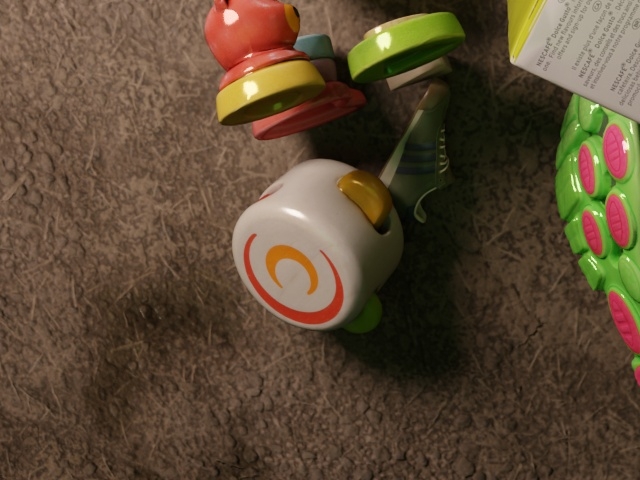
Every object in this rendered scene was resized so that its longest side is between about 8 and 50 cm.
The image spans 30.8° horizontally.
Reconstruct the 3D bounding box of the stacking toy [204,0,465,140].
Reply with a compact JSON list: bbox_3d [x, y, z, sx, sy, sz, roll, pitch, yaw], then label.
[{"bbox_3d":[0.010,-0.227,1.325,0.279,0.309,0.130,-20,87,4],"label":"stacking toy"}]

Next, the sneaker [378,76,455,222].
[{"bbox_3d":[0.135,-0.104,1.445,0.086,0.064,0.192,29,119,2],"label":"sneaker"}]

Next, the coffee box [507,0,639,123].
[{"bbox_3d":[0.398,-0.290,1.111,0.334,0.338,0.338,24,114,-2],"label":"coffee box"}]

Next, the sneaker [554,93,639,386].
[{"bbox_3d":[0.429,0.006,1.375,0.202,0.185,0.483,-23,94,-20],"label":"sneaker"}]

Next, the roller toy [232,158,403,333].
[{"bbox_3d":[0.000,0.000,1.450,0.191,0.146,0.209,14,130,27],"label":"roller toy"}]
